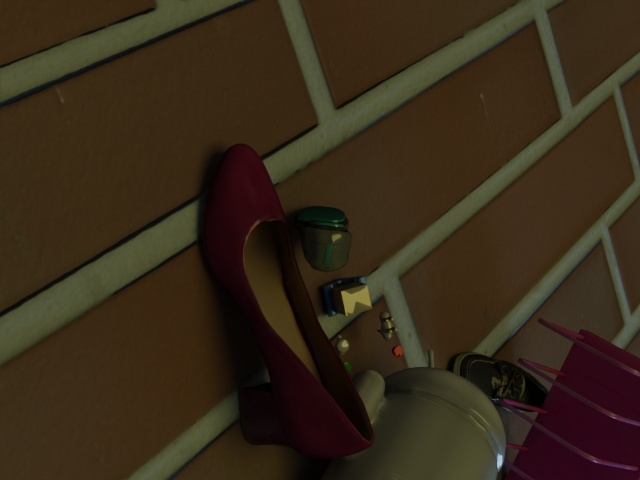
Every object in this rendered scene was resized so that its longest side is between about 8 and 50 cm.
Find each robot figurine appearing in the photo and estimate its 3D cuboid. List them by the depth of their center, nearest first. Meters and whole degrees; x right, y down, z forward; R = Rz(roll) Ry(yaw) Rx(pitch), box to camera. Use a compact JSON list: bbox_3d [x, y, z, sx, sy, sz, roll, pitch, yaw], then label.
[{"bbox_3d":[0.116,0.307,1.428,0.300,0.200,0.353,53,49,-23],"label":"robot figurine"}]

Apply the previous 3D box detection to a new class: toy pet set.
[{"bbox_3d":[0.035,0.112,1.474,0.122,0.065,0.114,-14,98,-18],"label":"toy pet set"}]

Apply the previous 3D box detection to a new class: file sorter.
[{"bbox_3d":[0.367,0.288,1.650,0.182,0.202,0.290,21,97,-45],"label":"file sorter"}]

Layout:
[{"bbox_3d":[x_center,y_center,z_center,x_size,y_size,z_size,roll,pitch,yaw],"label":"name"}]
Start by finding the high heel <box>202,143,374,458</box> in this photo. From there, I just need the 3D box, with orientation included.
[{"bbox_3d":[-0.026,0.066,1.301,0.127,0.181,0.377,-17,99,-50],"label":"high heel"}]

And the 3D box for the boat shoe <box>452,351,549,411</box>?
[{"bbox_3d":[0.291,0.225,1.745,0.223,0.073,0.080,27,65,-46],"label":"boat shoe"}]

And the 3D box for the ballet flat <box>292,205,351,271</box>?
[{"bbox_3d":[0.000,0.000,1.374,0.213,0.072,0.068,-101,-165,-82],"label":"ballet flat"}]
